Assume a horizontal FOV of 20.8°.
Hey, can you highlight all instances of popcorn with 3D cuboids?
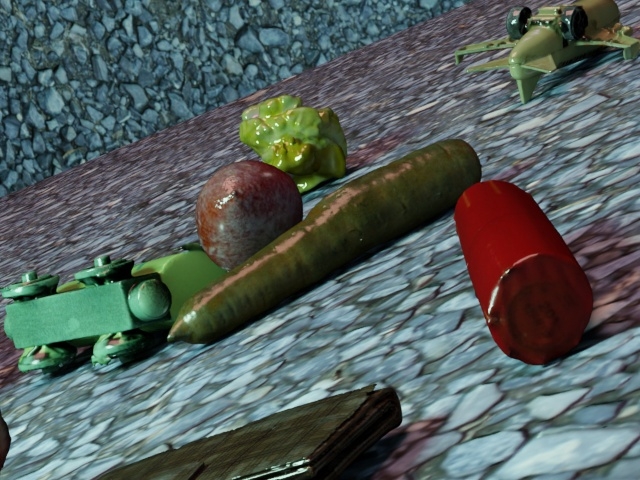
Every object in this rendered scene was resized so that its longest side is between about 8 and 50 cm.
[{"bbox_3d":[-0.031,-0.115,2.093,0.126,0.126,0.145,-12,-18,-3],"label":"popcorn"}]

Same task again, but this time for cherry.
[{"bbox_3d":[-0.057,-0.007,1.645,0.107,0.090,0.225,-63,-21,-12],"label":"cherry"}]

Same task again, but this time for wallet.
[{"bbox_3d":[-0.069,0.147,1.045,0.230,0.042,0.124,-19,9,30],"label":"wallet"}]

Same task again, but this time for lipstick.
[{"bbox_3d":[0.132,0.014,1.166,0.073,0.073,0.279,-24,10,6],"label":"lipstick"}]

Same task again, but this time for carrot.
[{"bbox_3d":[0.001,0.001,1.573,0.342,0.070,0.070,-30,11,-19],"label":"carrot"}]

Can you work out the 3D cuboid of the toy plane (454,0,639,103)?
[{"bbox_3d":[0.286,-0.241,2.053,0.242,0.104,0.256,2,33,39],"label":"toy plane"}]

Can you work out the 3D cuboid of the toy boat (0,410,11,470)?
[{"bbox_3d":[-0.327,0.231,1.155,0.206,0.096,0.282,-44,9,48],"label":"toy boat"}]

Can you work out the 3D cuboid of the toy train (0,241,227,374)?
[{"bbox_3d":[-0.197,0.062,1.684,0.157,0.105,0.253,-16,1,-40],"label":"toy train"}]
